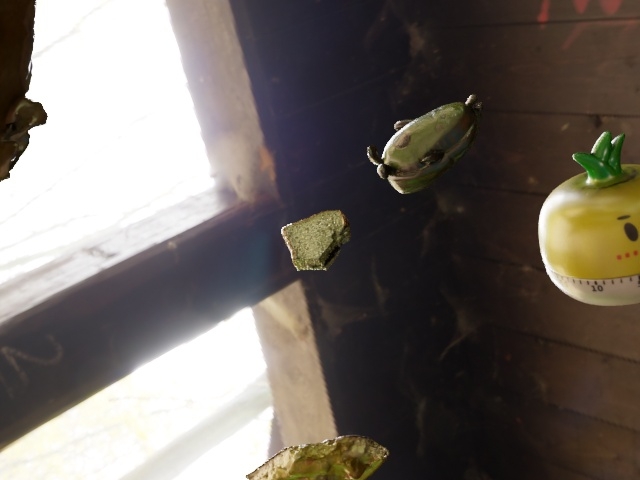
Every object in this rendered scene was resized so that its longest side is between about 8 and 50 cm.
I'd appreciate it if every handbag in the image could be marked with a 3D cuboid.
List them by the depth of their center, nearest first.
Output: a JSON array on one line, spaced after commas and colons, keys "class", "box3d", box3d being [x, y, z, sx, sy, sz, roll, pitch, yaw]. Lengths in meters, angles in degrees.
[{"class": "handbag", "box3d": [0.101, -0.090, 0.782, 0.047, 0.111, 0.072, 49, 9, -39]}]

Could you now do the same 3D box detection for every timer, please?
[{"class": "timer", "box3d": [0.493, -0.053, 1.459, 0.285, 0.285, 0.285, 29, -47, 36]}]

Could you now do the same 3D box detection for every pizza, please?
[{"class": "pizza", "box3d": [-0.010, 0.216, 0.775, 0.160, 0.099, 0.035, -40, -129, 35]}]

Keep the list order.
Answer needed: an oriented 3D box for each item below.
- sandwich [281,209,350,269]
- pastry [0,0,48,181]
[{"class": "sandwich", "box3d": [0.000, 0.000, 1.296, 0.035, 0.105, 0.093, 70, -6, -48]}, {"class": "pastry", "box3d": [-0.211, -0.088, 0.346, 0.121, 0.257, 0.235, 23, -31, 17]}]
